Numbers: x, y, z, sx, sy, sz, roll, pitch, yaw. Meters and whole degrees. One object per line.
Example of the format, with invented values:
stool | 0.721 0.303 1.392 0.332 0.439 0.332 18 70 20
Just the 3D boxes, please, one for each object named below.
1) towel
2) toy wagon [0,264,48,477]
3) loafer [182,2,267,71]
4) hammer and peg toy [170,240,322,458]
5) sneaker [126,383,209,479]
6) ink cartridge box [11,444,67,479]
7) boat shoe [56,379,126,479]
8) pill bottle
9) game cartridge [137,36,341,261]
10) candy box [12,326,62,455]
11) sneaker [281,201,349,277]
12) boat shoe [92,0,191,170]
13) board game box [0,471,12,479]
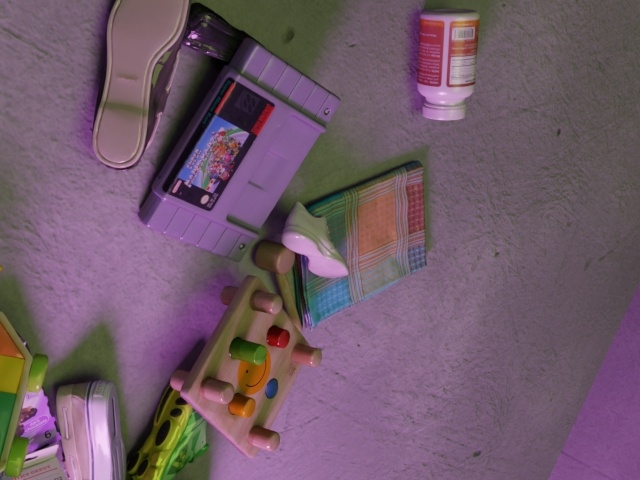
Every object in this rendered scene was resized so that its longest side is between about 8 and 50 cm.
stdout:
towel | 0.093 0.006 1.702 0.370 0.040 0.272 -24 122 -33
toy wagon | -0.526 0.182 1.111 0.267 0.068 0.345 13 74 -14
loafer | -0.151 -0.318 1.343 0.223 0.076 0.078 22 111 -48
hammer and peg toy | -0.100 0.196 1.486 0.361 0.127 0.266 -61 140 -28
sneaker | -0.271 0.398 1.480 0.123 0.109 0.296 33 83 -40
ink cartridge box | -0.473 0.416 1.287 0.104 0.062 0.181 -13 143 -39
boat shoe | -0.397 0.373 1.380 0.094 0.109 0.303 3 108 2
pill bottle | 0.262 -0.365 1.652 0.121 0.121 0.216 -16 117 -37
game cartridge | -0.137 -0.145 1.377 0.230 0.068 0.355 23 103 -49
candy box | -0.516 0.259 1.236 0.164 0.070 0.196 -27 122 -31
sneaker | 0.000 0.000 1.543 0.212 0.080 0.094 48 43 -51
boat shoe | -0.282 -0.273 1.241 0.112 0.095 0.335 16 92 -8
board game box | -0.501 0.525 1.126 0.065 0.318 0.319 14 114 -43
